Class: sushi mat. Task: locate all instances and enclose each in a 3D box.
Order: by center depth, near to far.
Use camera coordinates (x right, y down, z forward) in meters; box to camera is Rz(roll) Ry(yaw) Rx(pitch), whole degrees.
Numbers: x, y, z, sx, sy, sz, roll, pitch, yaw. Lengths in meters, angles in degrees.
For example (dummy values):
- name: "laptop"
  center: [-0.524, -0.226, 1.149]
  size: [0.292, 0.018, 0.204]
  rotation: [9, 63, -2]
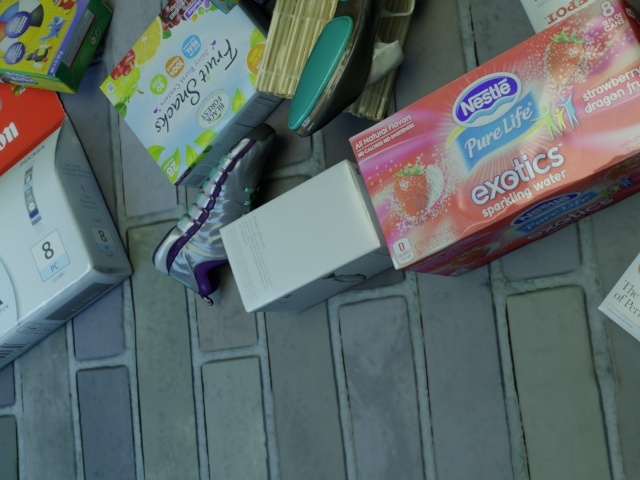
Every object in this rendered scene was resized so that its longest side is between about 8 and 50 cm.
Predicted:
- name: "sushi mat"
  center: [0.038, -0.300, 1.251]
  size: [0.152, 0.019, 0.316]
  rotation: [15, 95, -2]

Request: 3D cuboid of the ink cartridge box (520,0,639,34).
- name: "ink cartridge box"
  center: [0.257, -0.305, 1.120]
  size: [0.153, 0.087, 0.208]
  rotation: [-30, 72, 28]

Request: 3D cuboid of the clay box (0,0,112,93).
- name: "clay box"
  center: [-0.395, -0.273, 1.510]
  size: [0.222, 0.053, 0.127]
  rotation: [12, 73, 30]

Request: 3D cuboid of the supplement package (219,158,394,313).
- name: "supplement package"
  center: [0.000, 0.000, 1.240]
  size: [0.179, 0.105, 0.105]
  rotation: [-28, 72, 27]

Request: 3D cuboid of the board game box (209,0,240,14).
- name: "board game box"
  center: [-0.068, -0.396, 1.164]
  size: [0.275, 0.142, 0.144]
  rotation: [-43, 69, 8]

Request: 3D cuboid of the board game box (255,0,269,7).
- name: "board game box"
  center: [-0.131, -0.455, 1.287]
  size: [0.347, 0.056, 0.208]
  rotation: [42, 98, 2]

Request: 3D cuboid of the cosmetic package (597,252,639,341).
- name: "cosmetic package"
  center: [0.380, 0.097, 1.030]
  size: [0.239, 0.060, 0.099]
  rotation: [41, 105, 27]

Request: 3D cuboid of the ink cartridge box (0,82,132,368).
- name: "ink cartridge box"
  center: [-0.448, -0.043, 1.521]
  size: [0.308, 0.091, 0.385]
  rotation: [-34, 71, 24]

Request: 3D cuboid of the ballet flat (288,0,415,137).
- name: "ballet flat"
  center: [0.050, -0.235, 1.204]
  size: [0.095, 0.096, 0.280]
  rotation: [-151, 78, -69]

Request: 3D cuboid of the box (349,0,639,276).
- name: "box"
  center: [0.201, -0.093, 1.105]
  size: [0.300, 0.142, 0.154]
  rotation: [-27, 72, 26]

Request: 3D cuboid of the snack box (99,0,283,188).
- name: "snack box"
  center: [-0.142, -0.195, 1.359]
  size: [0.207, 0.070, 0.174]
  rotation: [-46, 69, 21]

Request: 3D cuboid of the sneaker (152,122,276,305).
- name: "sneaker"
  center: [-0.100, -0.030, 1.334]
  size: [0.098, 0.083, 0.223]
  rotation: [39, 109, 3]
